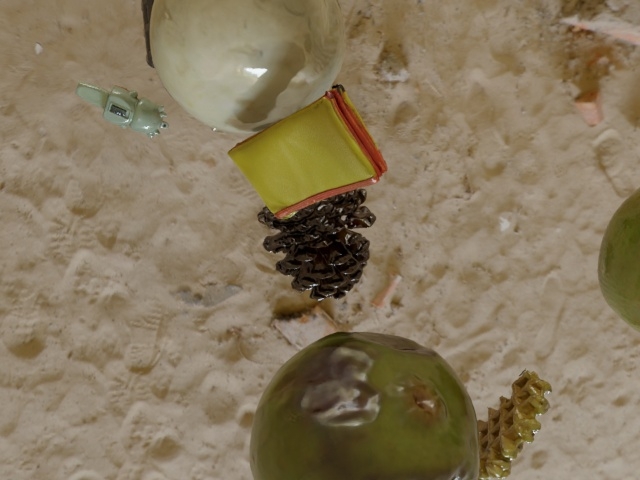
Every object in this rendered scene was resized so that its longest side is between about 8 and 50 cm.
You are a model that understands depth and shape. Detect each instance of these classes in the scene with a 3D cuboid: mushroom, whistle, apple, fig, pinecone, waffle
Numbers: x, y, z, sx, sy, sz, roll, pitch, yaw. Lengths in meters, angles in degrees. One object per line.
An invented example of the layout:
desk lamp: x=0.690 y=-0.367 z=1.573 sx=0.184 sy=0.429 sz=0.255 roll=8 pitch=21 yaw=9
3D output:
mushroom: x=-0.112 y=-0.347 z=0.898 sx=0.314 sy=0.336 sz=0.314 roll=-4 pitch=148 yaw=-2
whistle: x=-0.534 y=-0.360 z=1.562 sx=0.253 sy=0.106 sz=0.101 roll=21 pitch=85 yaw=-16
apple: x=0.432 y=0.020 z=0.697 sx=0.207 sy=0.174 sz=0.188 roll=4 pitch=126 yaw=-54
fig: x=0.037 y=0.226 z=0.641 sx=0.239 sy=0.239 sz=0.271 roll=15 pitch=144 yaw=-21
pinecone: x=0.003 y=0.000 z=1.230 sx=0.246 sy=0.246 sz=0.292 roll=-24 pitch=132 yaw=-13
waffle: x=0.273 y=0.281 z=0.860 sx=0.046 sy=0.160 sz=0.192 roll=31 pitch=83 yaw=2

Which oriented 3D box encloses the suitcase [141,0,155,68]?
suitcase: x=-0.232 y=-0.464 z=1.224 sx=0.286 sy=0.066 sz=0.206 roll=-6 pitch=93 yaw=-29

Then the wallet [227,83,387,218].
wallet: x=-0.020 y=-0.118 z=0.825 sx=0.141 sy=0.241 sz=0.067 roll=54 pitch=52 yaw=-17
